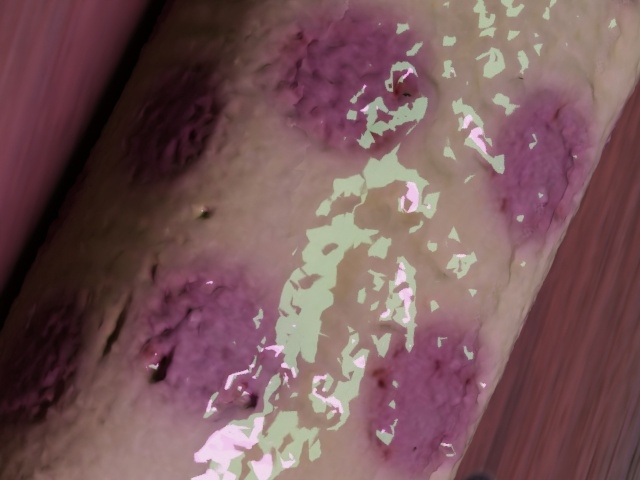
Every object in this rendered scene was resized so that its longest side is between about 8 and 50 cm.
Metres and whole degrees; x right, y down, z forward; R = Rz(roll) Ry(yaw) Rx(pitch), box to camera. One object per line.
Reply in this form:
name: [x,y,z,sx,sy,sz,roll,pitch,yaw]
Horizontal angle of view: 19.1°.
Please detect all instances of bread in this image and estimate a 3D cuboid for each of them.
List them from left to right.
bread: [0.000,0.000,0.770,0.187,0.155,0.338,32,82,-40]
